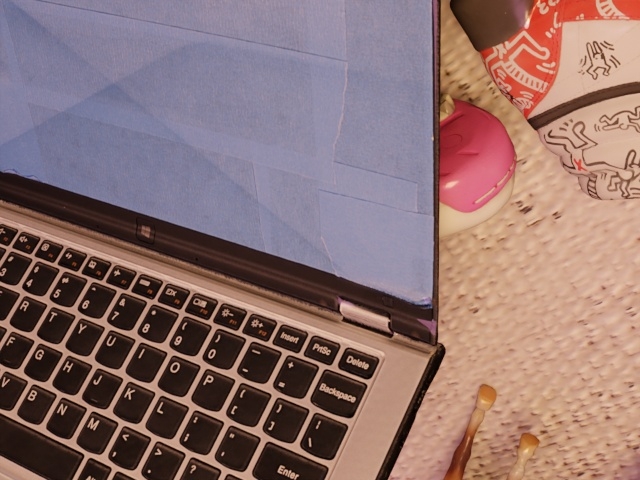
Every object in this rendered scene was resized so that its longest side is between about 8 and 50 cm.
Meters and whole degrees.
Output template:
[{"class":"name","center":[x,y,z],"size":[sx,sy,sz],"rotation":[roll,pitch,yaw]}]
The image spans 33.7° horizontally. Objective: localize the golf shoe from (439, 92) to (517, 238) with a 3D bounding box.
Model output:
[{"class":"golf shoe","center":[0.000,0.000,0.641],"size":[0.306,0.115,0.140],"rotation":[-10,124,44]}]

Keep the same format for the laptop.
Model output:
[{"class":"laptop","center":[-0.158,0.004,0.516],"size":[0.382,0.408,0.236],"rotation":[17,161,31]}]

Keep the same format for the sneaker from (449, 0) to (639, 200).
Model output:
[{"class":"sneaker","center":[0.197,-0.107,0.454],"size":[0.270,0.090,0.145],"rotation":[-23,108,43]}]

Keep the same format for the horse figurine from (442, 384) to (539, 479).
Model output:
[{"class":"horse figurine","center":[0.090,0.212,0.642],"size":[0.066,0.263,0.174],"rotation":[17,112,-1]}]
